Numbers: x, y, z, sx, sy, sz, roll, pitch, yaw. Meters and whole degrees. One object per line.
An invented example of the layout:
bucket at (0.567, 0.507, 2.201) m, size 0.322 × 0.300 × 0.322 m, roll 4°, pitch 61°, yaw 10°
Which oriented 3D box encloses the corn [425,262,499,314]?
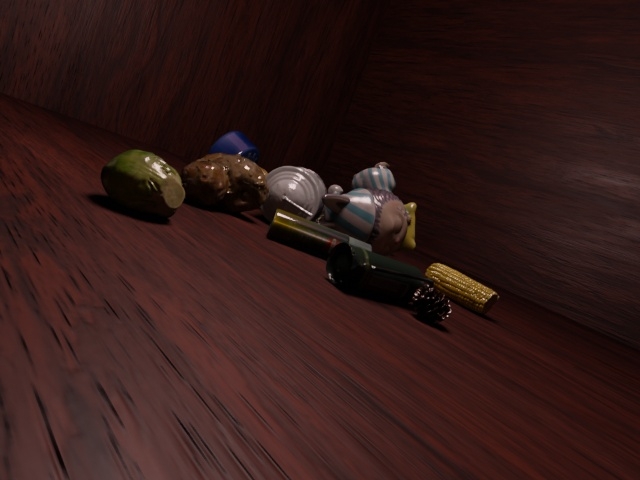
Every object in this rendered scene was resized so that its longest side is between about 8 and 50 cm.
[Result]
corn at (0.439, 0.150, 1.275) m, size 0.093 × 0.093 × 0.244 m, roll 17°, pitch 9°, yaw -37°

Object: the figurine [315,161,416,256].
figurine at (0.138, -0.130, 1.357) m, size 0.266 × 0.361 × 0.378 m, roll -22°, pitch -23°, yaw 28°

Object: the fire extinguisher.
fire extinguisher at (0.157, 0.087, 0.901) m, size 0.294 × 0.093 × 0.118 m, roll 19°, pitch -34°, yaw -31°

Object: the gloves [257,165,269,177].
gloves at (-0.300, -0.226, 1.577) m, size 0.203 × 0.155 × 0.356 m, roll 13°, pitch 9°, yaw 25°

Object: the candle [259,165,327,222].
candle at (-0.095, -0.152, 1.392) m, size 0.221 × 0.221 × 0.342 m, roll 23°, pitch 8°, yaw 5°

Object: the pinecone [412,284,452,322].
pinecone at (0.234, 0.133, 0.843) m, size 0.083 × 0.077 × 0.077 m, roll 62°, pitch -4°, yaw -16°

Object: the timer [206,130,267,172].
timer at (-0.323, -0.303, 1.896) m, size 0.383 × 0.270 × 0.270 m, roll 38°, pitch 10°, yaw 9°

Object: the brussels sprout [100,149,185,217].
brussels sprout at (-0.341, -0.113, 0.777) m, size 0.155 × 0.117 × 0.155 m, roll 14°, pitch 1°, yaw 0°

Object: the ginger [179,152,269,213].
ginger at (-0.300, -0.192, 1.251) m, size 0.256 × 0.176 × 0.375 m, roll 7°, pitch 16°, yaw -17°

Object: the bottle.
bottle at (0.000, 0.000, 1.102) m, size 0.286 × 0.082 × 0.082 m, roll 20°, pitch 7°, yaw -11°

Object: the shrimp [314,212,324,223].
shrimp at (0.022, -0.104, 1.715) m, size 0.198 × 0.051 × 0.262 m, roll -18°, pitch 5°, yaw 11°
